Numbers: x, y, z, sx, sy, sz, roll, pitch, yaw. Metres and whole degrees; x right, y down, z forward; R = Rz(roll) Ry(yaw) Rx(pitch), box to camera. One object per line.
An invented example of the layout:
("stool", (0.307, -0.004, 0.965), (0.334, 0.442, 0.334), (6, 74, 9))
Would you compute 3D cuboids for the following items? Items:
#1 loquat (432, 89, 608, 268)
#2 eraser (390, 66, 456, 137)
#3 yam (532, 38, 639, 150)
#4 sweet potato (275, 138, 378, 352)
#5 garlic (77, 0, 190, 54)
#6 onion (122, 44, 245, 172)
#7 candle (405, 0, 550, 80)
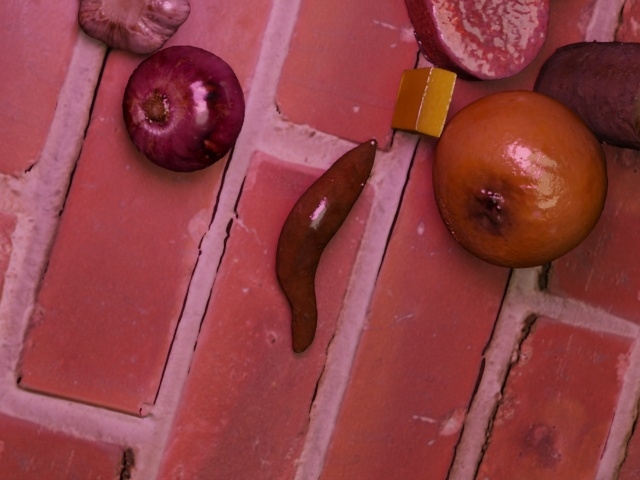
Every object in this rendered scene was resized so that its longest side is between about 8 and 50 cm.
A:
("loquat", (0.288, -0.090, 1.728), (0.263, 0.263, 0.263), (-2, 97, -14))
("eraser", (0.150, -0.206, 1.747), (0.045, 0.122, 0.097), (13, 94, -17))
("yam", (0.450, -0.218, 1.758), (0.161, 0.268, 0.161), (-5, 102, -24))
("sweet potato", (-0.007, 0.001, 1.757), (0.108, 0.079, 0.346), (17, 96, -28))
("garlic", (-0.260, -0.332, 1.641), (0.159, 0.102, 0.147), (-13, 103, 11))
("onion", (-0.190, -0.185, 1.649), (0.177, 0.177, 0.153), (56, 40, -14))
("candle", (0.243, -0.413, 1.744), (0.287, 0.131, 0.317), (31, 88, -13))
